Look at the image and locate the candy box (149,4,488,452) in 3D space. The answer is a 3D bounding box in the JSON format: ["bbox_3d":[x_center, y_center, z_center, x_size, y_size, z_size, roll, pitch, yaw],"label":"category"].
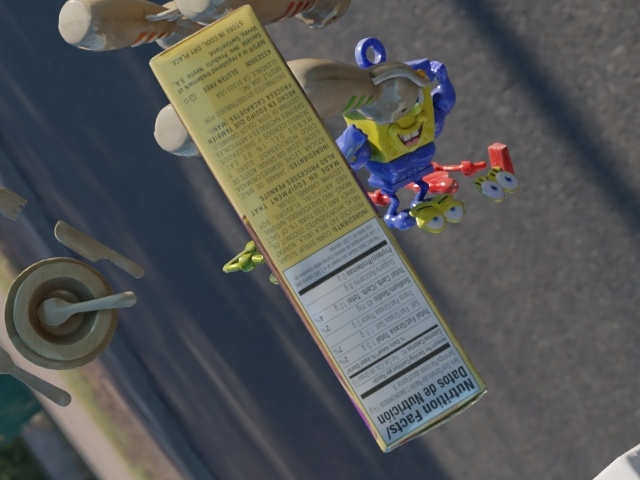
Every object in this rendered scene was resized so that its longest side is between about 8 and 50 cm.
[{"bbox_3d":[0.000,0.000,0.688,0.186,0.053,0.109,60,178,6],"label":"candy box"}]

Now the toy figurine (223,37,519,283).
[{"bbox_3d":[0.041,-0.115,1.797,0.191,0.363,0.217,11,120,51],"label":"toy figurine"}]

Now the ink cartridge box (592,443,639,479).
[{"bbox_3d":[0.372,0.346,1.604,0.270,0.197,0.198,53,129,18],"label":"ink cartridge box"}]

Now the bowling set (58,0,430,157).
[{"bbox_3d":[-0.021,-0.097,1.047,0.287,0.154,0.199,-8,90,37],"label":"bowling set"}]

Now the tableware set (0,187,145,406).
[{"bbox_3d":[-0.241,0.028,1.209,0.194,0.128,0.039,31,166,-11],"label":"tableware set"}]
